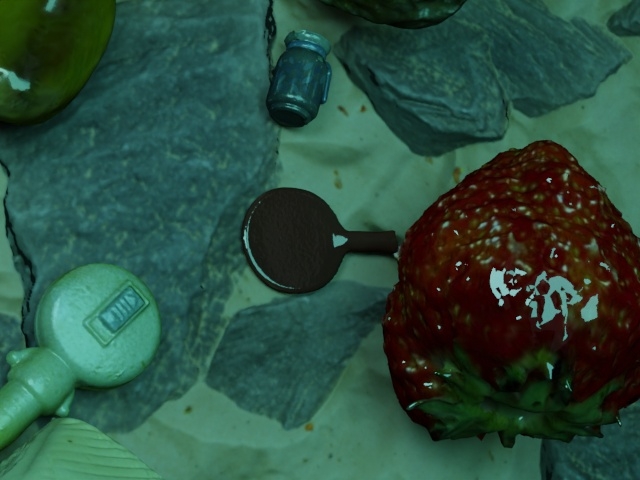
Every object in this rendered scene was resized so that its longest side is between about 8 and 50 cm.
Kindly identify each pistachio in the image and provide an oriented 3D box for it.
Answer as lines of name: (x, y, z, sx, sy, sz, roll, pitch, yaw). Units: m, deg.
pistachio: (-0.232, -0.166, 1.281, 0.110, 0.100, 0.189, 46, 49, -38)

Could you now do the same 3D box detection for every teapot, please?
teapot: (-0.013, -0.144, 1.421, 0.063, 0.049, 0.083, 25, 67, -22)

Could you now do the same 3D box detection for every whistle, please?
whistle: (-0.208, 0.098, 1.248, 0.104, 0.057, 0.198, 50, 59, -9)

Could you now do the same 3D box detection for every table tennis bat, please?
table tennis bat: (0.000, 0.000, 1.412, 0.154, 0.019, 0.098, 1, 77, -26)

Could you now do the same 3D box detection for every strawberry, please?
strawberry: (0.179, 0.040, 1.374, 0.257, 0.257, 0.277, 15, 61, -26)

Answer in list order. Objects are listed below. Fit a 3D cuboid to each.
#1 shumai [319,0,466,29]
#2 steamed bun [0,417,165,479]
shumai: (0.093, -0.366, 1.408, 0.263, 0.304, 0.309, -34, 97, -42)
steamed bun: (-0.173, 0.260, 1.177, 0.239, 0.152, 0.170, 48, 22, -12)
